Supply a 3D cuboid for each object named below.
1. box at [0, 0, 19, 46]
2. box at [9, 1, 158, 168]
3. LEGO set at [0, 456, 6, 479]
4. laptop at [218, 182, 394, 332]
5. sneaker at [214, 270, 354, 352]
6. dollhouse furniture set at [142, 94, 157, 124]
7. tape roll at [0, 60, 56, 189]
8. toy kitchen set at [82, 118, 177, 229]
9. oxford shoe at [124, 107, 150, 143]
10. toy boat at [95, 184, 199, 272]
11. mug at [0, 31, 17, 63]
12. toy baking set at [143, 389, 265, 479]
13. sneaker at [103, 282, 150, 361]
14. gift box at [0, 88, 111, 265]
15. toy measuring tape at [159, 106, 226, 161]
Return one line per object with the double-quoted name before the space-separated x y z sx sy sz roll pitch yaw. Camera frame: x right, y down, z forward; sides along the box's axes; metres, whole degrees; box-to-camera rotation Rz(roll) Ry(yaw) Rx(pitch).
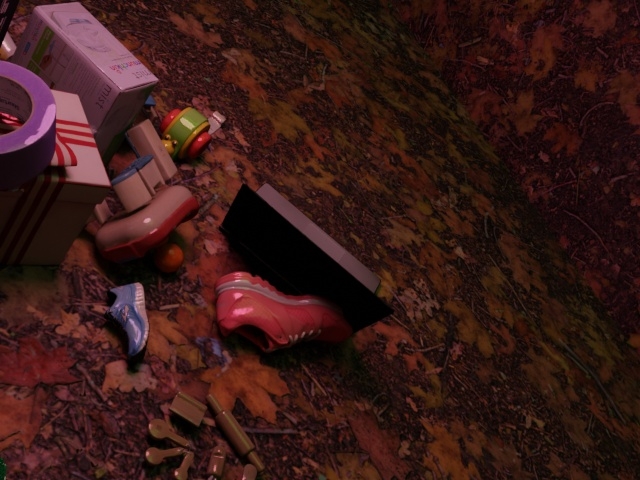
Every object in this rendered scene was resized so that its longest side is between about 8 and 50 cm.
"box" -0.753 -0.479 1.374 0.395 0.318 0.097 39 33 -3
"box" -0.483 -0.282 1.476 0.231 0.262 0.127 43 32 3
"LEGO set" -0.499 0.364 0.838 0.255 0.192 0.331 47 19 -56
"laptop" 0.000 0.000 1.670 0.382 0.236 0.408 41 33 -2
"sneaker" -0.076 0.175 1.531 0.314 0.116 0.136 19 51 -23
"dollhouse furniture set" -0.455 -0.349 1.703 0.184 0.129 0.128 -4 54 -47
"tape roll" -0.478 -0.168 1.089 0.189 0.080 0.188 9 53 -13
"toy kitchen set" -0.402 -0.125 1.465 0.122 0.166 0.207 64 16 -18
"oxford shoe" -0.416 -0.268 1.617 0.227 0.083 0.096 54 16 -60
"toy boat" -0.315 -0.007 1.471 0.151 0.151 0.231 65 28 -20
"mug" -0.683 -0.405 1.615 0.064 0.078 0.062 51 0 -1
"toy baking set" -0.184 0.365 1.248 0.256 0.030 0.197 49 36 11
"sneaker" -0.341 0.146 1.326 0.073 0.063 0.162 0 44 -23
"gift box" -0.522 -0.114 1.242 0.276 0.258 0.255 -1 51 -48
"toy measuring tape" -0.289 -0.275 1.805 0.121 0.121 0.330 41 33 -1
